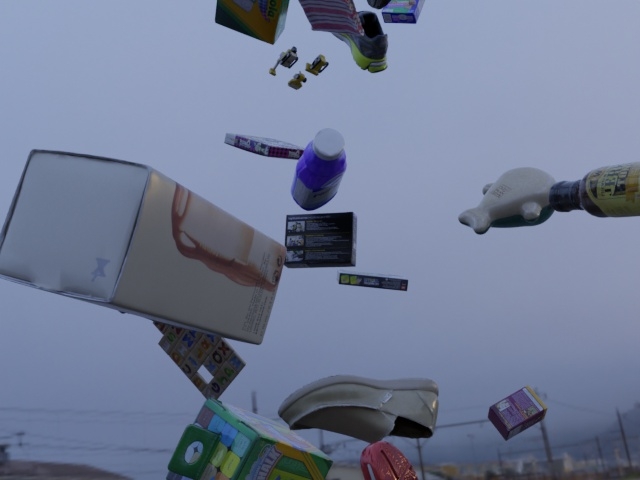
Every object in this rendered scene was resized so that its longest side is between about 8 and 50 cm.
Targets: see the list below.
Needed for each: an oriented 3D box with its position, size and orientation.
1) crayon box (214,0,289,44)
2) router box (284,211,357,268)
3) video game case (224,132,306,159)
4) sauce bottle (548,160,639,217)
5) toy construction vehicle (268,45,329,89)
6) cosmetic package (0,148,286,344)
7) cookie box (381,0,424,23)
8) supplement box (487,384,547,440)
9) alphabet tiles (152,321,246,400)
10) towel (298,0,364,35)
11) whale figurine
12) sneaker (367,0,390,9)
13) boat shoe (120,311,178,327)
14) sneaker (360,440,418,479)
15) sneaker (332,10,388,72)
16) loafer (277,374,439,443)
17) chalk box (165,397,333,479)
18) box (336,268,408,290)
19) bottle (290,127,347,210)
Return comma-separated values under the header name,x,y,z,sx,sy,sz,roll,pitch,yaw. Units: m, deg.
name,x,y,z,sx,sy,sz,roll,pitch,yaw
crayon box,-0.153,-0.629,1.797,0.165,0.081,0.278,22,-40,3
router box,0.000,0.000,1.861,0.178,0.133,0.046,-1,-15,16
video game case,-0.161,-0.305,2.441,0.210,0.042,0.232,21,15,39
sauce bottle,0.602,-0.098,1.501,0.111,0.112,0.344,3,-4,-25
toy construction vehicle,-0.045,-0.350,1.491,0.085,0.035,0.098,17,-37,-32
cosmetic package,-0.170,0.019,0.788,0.153,0.129,0.296,11,-10,23
cookie box,0.220,-0.622,1.958,0.091,0.107,0.040,9,-29,23
supplement box,0.338,0.296,1.278,0.083,0.055,0.043,-24,-38,-15
alphabet tiles,-0.287,0.243,1.699,0.009,0.237,0.198,-34,-13,-47
towel,0.013,-0.553,1.765,0.144,0.029,0.197,14,-20,25
whale figurine,0.505,-0.082,1.983,0.272,0.216,0.141,-31,-56,-12
sneaker,0.055,-0.657,1.607,0.146,0.344,0.134,-33,21,-12
boat shoe,-0.315,0.070,1.215,0.301,0.102,0.108,30,-64,-35
sneaker,0.067,0.354,0.925,0.128,0.221,0.087,-16,12,32
sneaker,0.110,-0.618,2.129,0.111,0.300,0.121,-21,-29,-28
loafer,0.069,0.263,1.134,0.268,0.092,0.102,0,-36,-20
chalk box,-0.153,0.428,1.412,0.179,0.180,0.289,21,-8,46
box,0.155,0.120,2.256,0.206,0.036,0.114,6,3,-3
bottle,0.001,-0.160,1.682,0.118,0.092,0.283,-35,-11,-18
